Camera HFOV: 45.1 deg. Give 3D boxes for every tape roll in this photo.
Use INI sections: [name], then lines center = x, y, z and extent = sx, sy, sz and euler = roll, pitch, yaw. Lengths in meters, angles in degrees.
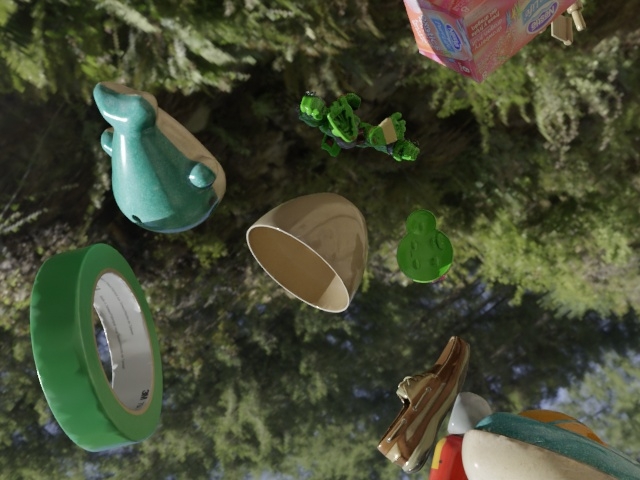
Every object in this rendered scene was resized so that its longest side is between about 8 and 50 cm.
[tape roll]
center = -0.344, 0.167, 1.224
extent = 0.321, 0.077, 0.321
euler = -14, -90, -84

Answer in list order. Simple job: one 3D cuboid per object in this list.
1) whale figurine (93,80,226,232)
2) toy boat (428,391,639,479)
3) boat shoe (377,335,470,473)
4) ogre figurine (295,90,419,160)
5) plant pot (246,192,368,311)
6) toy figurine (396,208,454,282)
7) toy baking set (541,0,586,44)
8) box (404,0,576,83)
[whale figurine]
center = -0.254, -0.112, 1.145
extent = 0.216, 0.141, 0.272
euler = 21, 156, 23
[toy boat]
center = 0.248, 0.264, 0.937
extent = 0.267, 0.318, 0.148
euler = 31, -110, -24
[boat shoe]
center = 0.233, 0.355, 1.737
extent = 0.120, 0.122, 0.324
euler = 27, -109, 5
[ogre figurine]
center = 0.041, -0.172, 1.154
extent = 0.197, 0.096, 0.118
euler = -2, -168, -26
[plant pot]
center = 0.000, 0.000, 1.772
extent = 0.284, 0.284, 0.191
euler = 42, -114, -7
[toy figurine]
center = 0.253, 0.031, 1.814
extent = 0.159, 0.130, 0.173
euler = 45, -144, -68
[toy baking set]
center = 0.425, -0.497, 1.471
extent = 0.197, 0.030, 0.256
euler = -7, -101, -40
[box]
center = 0.298, -0.415, 1.239
extent = 0.154, 0.300, 0.142
euler = 41, 167, 39
